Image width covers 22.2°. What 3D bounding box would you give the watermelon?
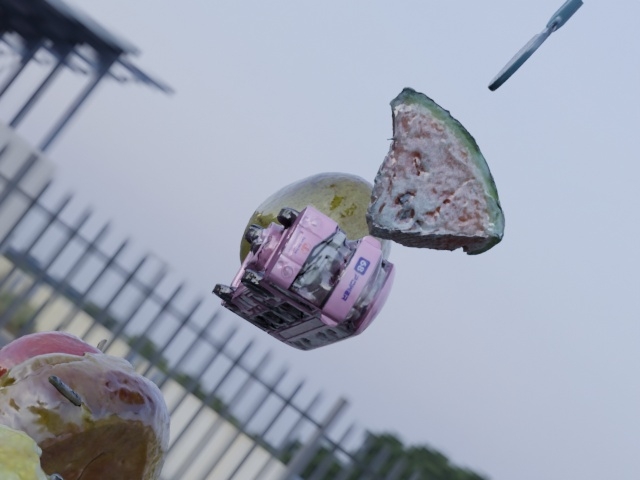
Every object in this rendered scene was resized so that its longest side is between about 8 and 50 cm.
[{"bbox_3d":[0.099,-0.055,1.676,0.187,0.139,0.071,59,-10,0],"label":"watermelon"}]

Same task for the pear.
[{"bbox_3d":[0.000,0.000,2.392,0.228,0.211,0.188,-16,-78,50],"label":"pear"}]

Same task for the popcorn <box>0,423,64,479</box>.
[{"bbox_3d":[-0.417,0.356,1.947,0.215,0.286,0.252,13,3,-25],"label":"popcorn"}]

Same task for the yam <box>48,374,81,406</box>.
[{"bbox_3d":[-0.324,0.190,2.070,0.014,0.014,0.107,35,-12,22],"label":"yam"}]

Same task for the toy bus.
[{"bbox_3d":[-0.013,0.028,1.095,0.090,0.063,0.203,31,-12,-6],"label":"toy bus"}]

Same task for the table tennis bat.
[{"bbox_3d":[0.259,-0.238,1.971,0.019,0.155,0.100,44,8,-2],"label":"table tennis bat"}]

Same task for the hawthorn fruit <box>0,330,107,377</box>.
[{"bbox_3d":[-0.454,0.270,2.763,0.287,0.330,0.287,18,-48,21],"label":"hawthorn fruit"}]

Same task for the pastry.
[{"bbox_3d":[-0.367,0.304,2.293,0.164,0.356,0.356,45,-2,34],"label":"pastry"}]
